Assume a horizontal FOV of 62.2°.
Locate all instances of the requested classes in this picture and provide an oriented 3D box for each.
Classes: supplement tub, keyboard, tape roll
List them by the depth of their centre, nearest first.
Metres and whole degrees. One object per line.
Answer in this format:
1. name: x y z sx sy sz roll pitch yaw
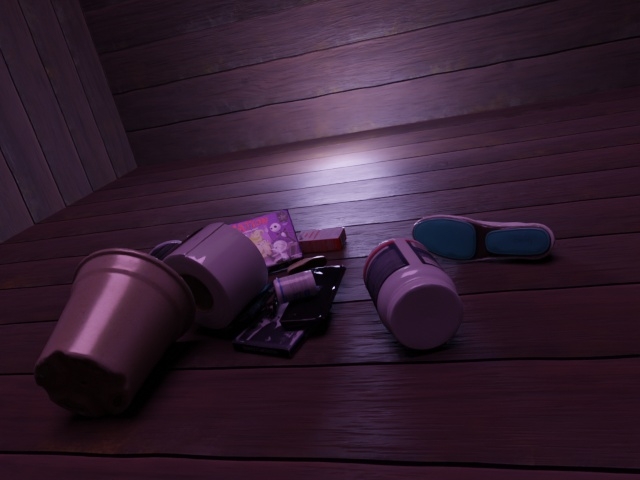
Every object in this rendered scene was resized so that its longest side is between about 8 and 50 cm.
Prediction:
1. supplement tub: 0.218 0.121 1.287 0.191 0.191 0.272 -14 22 -1
2. supplement tub: -0.069 0.126 1.438 0.107 0.071 0.071 -15 22 -7
3. tape roll: -0.290 0.097 1.451 0.246 0.246 0.169 3 33 34
4. keyboard: -0.049 0.155 1.494 0.202 0.033 0.317 -5 21 17

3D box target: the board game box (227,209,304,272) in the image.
1. board game box: -0.249 0.029 1.813 0.347 0.056 0.208 -16 57 -8

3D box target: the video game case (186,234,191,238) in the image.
1. video game case: -0.378 0.054 1.866 0.213 0.023 0.193 -9 59 11

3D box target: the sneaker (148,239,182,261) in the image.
1. sneaker: -0.582 0.066 1.920 0.258 0.094 0.091 -29 15 20

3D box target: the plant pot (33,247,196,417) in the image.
1. plant pot: -0.511 0.241 1.295 0.334 0.333 0.305 -8 33 12

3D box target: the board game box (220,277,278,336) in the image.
1. board game box: -0.194 0.187 1.501 0.126 0.026 0.186 -36 8 32

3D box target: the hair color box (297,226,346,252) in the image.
1. hair color box: 0.000 0.000 1.888 0.167 0.053 0.093 -4 25 19

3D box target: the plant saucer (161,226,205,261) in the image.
1. plant saucer: -0.457 0.084 1.651 0.311 0.050 0.310 -39 16 14

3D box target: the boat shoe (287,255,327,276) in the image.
1. boat shoe: -0.046 0.078 1.727 0.135 0.050 0.045 -18 28 -12

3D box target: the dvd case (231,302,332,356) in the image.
1. dvd case: -0.098 0.225 1.427 0.179 0.029 0.239 0 24 30

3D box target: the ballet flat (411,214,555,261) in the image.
1. ballet flat: 0.477 -0.005 1.569 0.400 0.139 0.139 3 27 26
